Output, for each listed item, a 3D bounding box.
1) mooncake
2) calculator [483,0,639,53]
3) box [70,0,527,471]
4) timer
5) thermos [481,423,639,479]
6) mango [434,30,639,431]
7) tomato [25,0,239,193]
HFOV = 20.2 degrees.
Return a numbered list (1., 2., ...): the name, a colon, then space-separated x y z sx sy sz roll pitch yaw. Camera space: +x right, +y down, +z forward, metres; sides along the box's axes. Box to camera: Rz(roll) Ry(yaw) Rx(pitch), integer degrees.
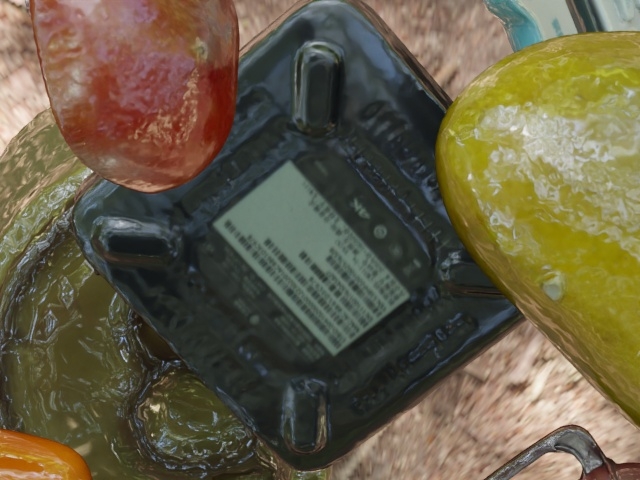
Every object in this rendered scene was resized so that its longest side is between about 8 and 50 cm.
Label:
1. mooncake: -0.126 0.073 1.582 0.394 0.246 0.393 39 92 -25
2. calculator: 0.275 -0.197 1.611 0.386 0.054 0.256 -35 105 -45
3. box: 0.000 0.000 1.320 0.289 0.073 0.290 -38 104 17
4. timer: -0.182 0.175 1.128 0.136 0.136 0.099 -3 59 1
5. thermos: 0.104 0.161 0.815 0.232 0.099 0.124 -34 85 10
6. mango: 0.268 0.017 1.199 0.445 0.220 0.301 21 59 -16
7. tomato: -0.088 -0.106 0.967 0.069 0.155 0.156 -9 79 28
